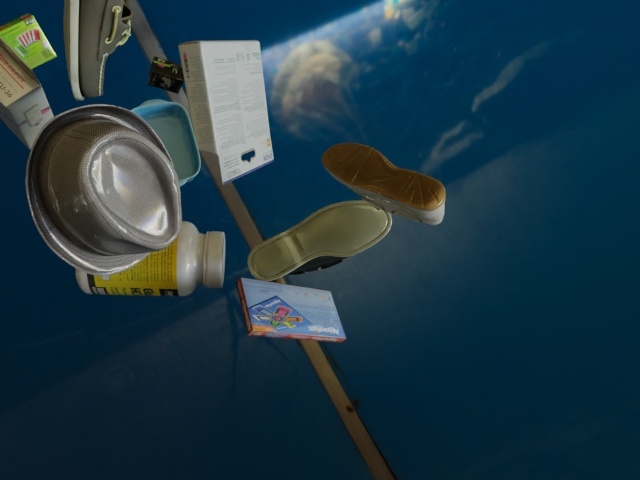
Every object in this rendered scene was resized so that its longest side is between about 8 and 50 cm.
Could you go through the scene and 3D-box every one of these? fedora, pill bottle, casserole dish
[{"bbox_3d":[-0.291,-0.068,0.902,0.124,0.275,0.244,13,-134,41],"label":"fedora"},{"bbox_3d":[-0.405,0.043,1.484,0.334,0.187,0.187,2,-129,-5],"label":"pill bottle"},{"bbox_3d":[-0.282,-0.168,1.090,0.114,0.037,0.188,-13,-112,-14],"label":"casserole dish"}]

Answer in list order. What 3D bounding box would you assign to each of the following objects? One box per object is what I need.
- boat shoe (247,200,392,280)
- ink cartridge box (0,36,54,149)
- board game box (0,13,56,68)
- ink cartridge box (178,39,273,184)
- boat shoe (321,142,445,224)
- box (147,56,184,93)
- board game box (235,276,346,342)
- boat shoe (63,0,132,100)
[{"bbox_3d":[0.001,0.004,1.409,0.340,0.113,0.127,-27,-95,3],"label":"boat shoe"},{"bbox_3d":[-0.503,-0.244,0.978,0.115,0.198,0.067,45,-111,3],"label":"ink cartridge box"},{"bbox_3d":[-0.655,-0.383,1.252,0.181,0.092,0.043,-38,-138,-20],"label":"board game box"},{"bbox_3d":[-0.225,-0.333,1.531,0.072,0.329,0.324,1,-163,19],"label":"ink cartridge box"},{"bbox_3d":[0.117,-0.101,1.176,0.277,0.096,0.098,32,-111,32],"label":"boat shoe"},{"bbox_3d":[-0.408,-0.438,1.606,0.083,0.052,0.062,13,-127,-25],"label":"box"},{"bbox_3d":[-0.068,0.172,1.472,0.027,0.281,0.145,-46,-132,33],"label":"board game box"},{"bbox_3d":[-0.301,-0.314,0.825,0.091,0.305,0.109,-5,-126,-23],"label":"boat shoe"}]
